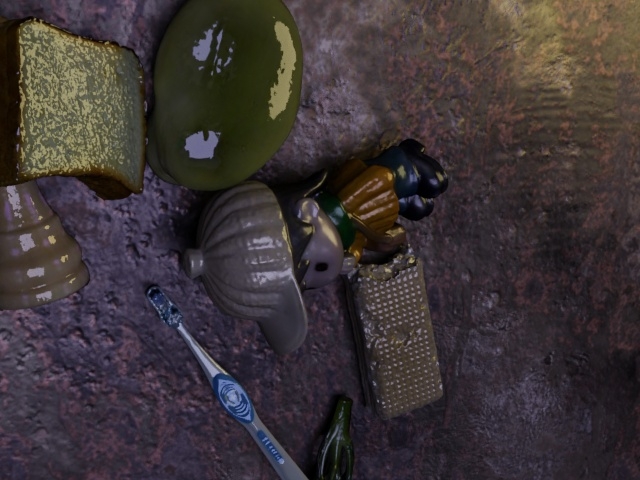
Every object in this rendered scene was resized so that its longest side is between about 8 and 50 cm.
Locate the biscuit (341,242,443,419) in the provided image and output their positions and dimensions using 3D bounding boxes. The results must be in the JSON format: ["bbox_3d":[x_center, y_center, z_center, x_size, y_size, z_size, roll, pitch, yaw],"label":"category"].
[{"bbox_3d":[0.098,0.128,1.594,0.108,0.062,0.238,-18,111,-17],"label":"biscuit"}]

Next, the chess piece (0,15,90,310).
[{"bbox_3d":[-0.360,-0.124,1.300,0.117,0.117,0.397,-17,109,-18],"label":"chess piece"}]

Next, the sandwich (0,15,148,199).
[{"bbox_3d":[-0.279,-0.139,1.275,0.215,0.065,0.186,-1,89,-61],"label":"sandwich"}]

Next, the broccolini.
[{"bbox_3d":[0.014,0.316,1.631,0.091,0.068,0.202,10,87,-30],"label":"broccolini"}]

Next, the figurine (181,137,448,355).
[{"bbox_3d":[-0.014,-0.025,1.457,0.204,0.185,0.332,40,62,11],"label":"figurine"}]

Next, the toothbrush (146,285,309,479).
[{"bbox_3d":[-0.110,0.211,1.526,0.040,0.040,0.386,-37,110,-9],"label":"toothbrush"}]

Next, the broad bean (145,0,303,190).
[{"bbox_3d":[-0.109,-0.180,1.382,0.189,0.121,0.263,17,96,-26],"label":"broad bean"}]
